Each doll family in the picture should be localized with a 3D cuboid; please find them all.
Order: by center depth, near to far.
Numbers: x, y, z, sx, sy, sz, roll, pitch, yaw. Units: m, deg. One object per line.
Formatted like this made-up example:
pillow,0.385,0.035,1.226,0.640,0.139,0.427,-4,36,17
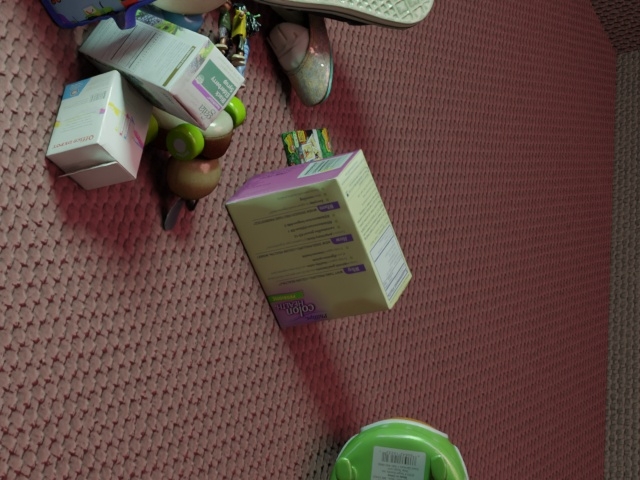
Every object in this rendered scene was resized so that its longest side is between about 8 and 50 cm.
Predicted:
doll family,-0.141,-0.331,2.103,0.193,0.076,0.111,117,-23,-70

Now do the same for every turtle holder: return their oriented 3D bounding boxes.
turtle holder,0.149,0.453,2.177,0.320,0.243,0.227,65,13,-5

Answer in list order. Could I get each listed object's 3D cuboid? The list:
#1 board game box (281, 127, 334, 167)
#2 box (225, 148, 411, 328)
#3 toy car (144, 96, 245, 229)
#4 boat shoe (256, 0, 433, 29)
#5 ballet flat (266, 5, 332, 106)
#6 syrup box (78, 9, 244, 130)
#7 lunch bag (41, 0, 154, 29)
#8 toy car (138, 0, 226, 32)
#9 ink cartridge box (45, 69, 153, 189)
board game box,0.000,-0.074,2.327,0.136,0.030,0.260,-16,94,-63
box,0.000,0.000,2.104,0.117,0.213,0.243,-50,122,-55
toy car,-0.206,-0.116,1.917,0.155,0.148,0.188,-43,145,-54
boat shoe,-0.042,-0.477,2.197,0.500,0.156,0.187,13,90,-28
ballet flat,-0.047,-0.389,2.314,0.106,0.107,0.316,17,58,-36
syrup box,-0.222,-0.243,1.774,0.096,0.237,0.093,-54,135,-9
lunch bag,-0.307,-0.422,1.711,0.138,0.220,0.293,-41,115,-58
toy car,-0.238,-0.460,1.930,0.238,0.219,0.210,51,27,11
ink cartridge box,-0.302,-0.141,1.748,0.090,0.092,0.143,45,43,-45
